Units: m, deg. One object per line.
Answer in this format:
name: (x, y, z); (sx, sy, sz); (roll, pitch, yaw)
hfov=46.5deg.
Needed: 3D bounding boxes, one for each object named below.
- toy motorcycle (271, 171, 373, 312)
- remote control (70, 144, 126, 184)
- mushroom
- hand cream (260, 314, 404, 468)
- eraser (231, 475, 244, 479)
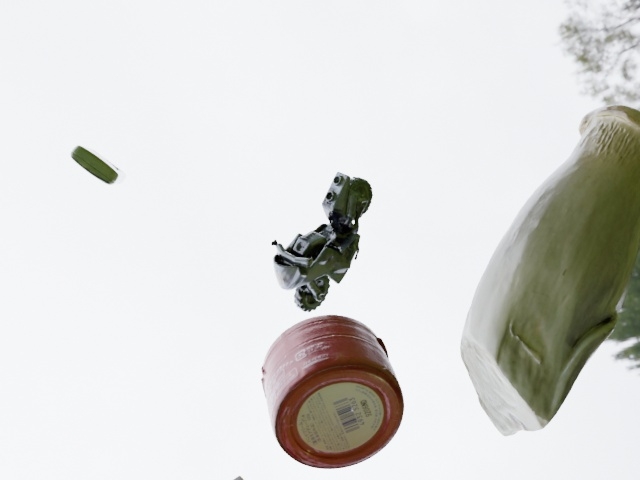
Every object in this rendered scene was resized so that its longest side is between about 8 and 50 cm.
toy motorcycle: (0.000, 0.000, 1.361); (0.159, 0.106, 0.271); (19, -84, -48)
remote control: (-0.440, -0.149, 1.488); (0.098, 0.233, 0.038); (38, -94, -11)
mushroom: (0.171, 0.021, 0.523); (0.108, 0.096, 0.247); (28, -95, -23)
hand cream: (0.016, 0.214, 1.052); (0.193, 0.193, 0.125); (41, -166, -27)
eraser: (-0.235, 0.483, 0.999); (0.396, 0.213, 0.082); (-27, -48, -29)
